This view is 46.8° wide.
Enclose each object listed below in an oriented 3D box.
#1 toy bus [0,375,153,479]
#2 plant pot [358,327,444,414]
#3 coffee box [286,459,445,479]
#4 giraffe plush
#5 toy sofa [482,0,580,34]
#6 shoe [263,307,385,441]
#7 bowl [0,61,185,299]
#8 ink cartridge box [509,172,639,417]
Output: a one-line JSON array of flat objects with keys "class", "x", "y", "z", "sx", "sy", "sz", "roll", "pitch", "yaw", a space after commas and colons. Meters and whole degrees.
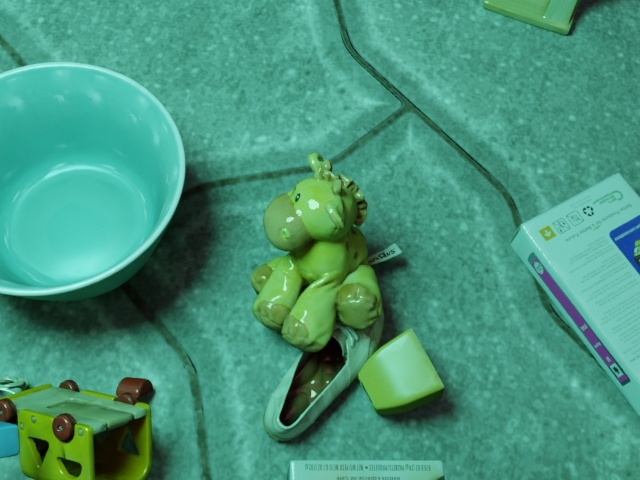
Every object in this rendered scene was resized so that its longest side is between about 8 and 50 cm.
[{"class": "toy bus", "x": -0.284, "y": 0.223, "z": 0.823, "sx": 0.191, "sy": 0.202, "sz": 0.104, "roll": -1, "pitch": 95, "yaw": -12}, {"class": "plant pot", "x": 0.092, "y": 0.167, "z": 0.893, "sx": 0.083, "sy": 0.081, "sz": 0.081, "roll": -26, "pitch": 69, "yaw": -4}, {"class": "coffee box", "x": 0.047, "y": 0.387, "z": 0.761, "sx": 0.168, "sy": 0.119, "sz": 0.297, "roll": 1, "pitch": 64, "yaw": -4}, {"class": "giraffe plush", "x": 0.000, "y": 0.000, "z": 0.885, "sx": 0.210, "sy": 0.170, "sz": 0.181, "roll": -37, "pitch": 45, "yaw": -23}, {"class": "toy sofa", "x": 0.360, "y": -0.485, "z": 1.063, "sx": 0.150, "sy": 0.362, "sz": 0.177, "roll": 20, "pitch": 71, "yaw": 6}, {"class": "shoe", "x": 0.011, "y": 0.151, "z": 0.904, "sx": 0.076, "sy": 0.058, "sz": 0.219, "roll": 34, "pitch": 67, "yaw": 12}, {"class": "bowl", "x": -0.316, "y": -0.048, "z": 0.921, "sx": 0.311, "sy": 0.163, "sz": 0.311, "roll": 1, "pitch": 64, "yaw": -2}, {"class": "ink cartridge box", "x": 0.426, "y": 0.097, "z": 0.953, "sx": 0.176, "sy": 0.069, "sz": 0.371, "roll": -26, "pitch": 66, "yaw": -16}]
